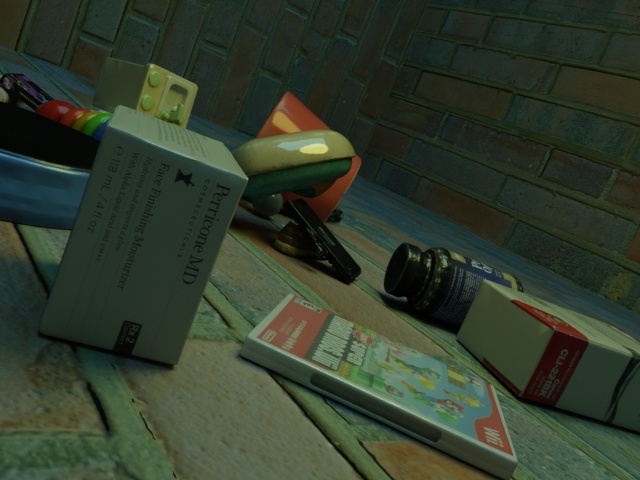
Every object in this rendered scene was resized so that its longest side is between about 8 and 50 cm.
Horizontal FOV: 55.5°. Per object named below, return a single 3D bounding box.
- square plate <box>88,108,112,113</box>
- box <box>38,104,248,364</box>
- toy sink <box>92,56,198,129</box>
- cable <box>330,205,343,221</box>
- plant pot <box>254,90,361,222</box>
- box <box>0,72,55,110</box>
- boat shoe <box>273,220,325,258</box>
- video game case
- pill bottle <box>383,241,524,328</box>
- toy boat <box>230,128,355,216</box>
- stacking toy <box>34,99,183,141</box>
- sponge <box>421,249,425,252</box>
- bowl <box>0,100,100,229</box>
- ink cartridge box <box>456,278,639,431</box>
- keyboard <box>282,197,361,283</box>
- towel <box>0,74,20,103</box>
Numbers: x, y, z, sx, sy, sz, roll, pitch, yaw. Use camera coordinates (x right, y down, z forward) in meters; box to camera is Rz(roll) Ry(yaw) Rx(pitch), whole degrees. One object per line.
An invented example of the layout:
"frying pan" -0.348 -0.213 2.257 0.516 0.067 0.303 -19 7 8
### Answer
"square plate" -0.394 -0.244 1.478 0.344 0.049 0.347 19 4 -7
"box" -0.162 -0.014 0.566 0.119 0.181 0.182 18 11 -20
"toy sink" -0.391 -0.335 1.428 0.234 0.131 0.152 22 6 35
"cable" -0.031 -0.099 1.668 0.184 0.047 0.150 30 17 21
"plant pot" -0.052 -0.181 1.478 0.243 0.275 0.275 32 9 -7
"box" -0.619 -0.308 1.355 0.162 0.029 0.116 41 5 -16
"boat shoe" -0.017 -0.003 1.147 0.064 0.060 0.178 29 12 28
"video game case" 0.068 0.147 0.680 0.285 0.025 0.204 24 10 5
"pill bottle" 0.228 0.084 1.058 0.219 0.123 0.123 21 11 -12
"toy boat" -0.074 -0.125 1.208 0.267 0.148 0.318 -13 5 -22
"stacking toy" -0.390 -0.173 1.088 0.330 0.141 0.141 20 8 25
"sponge" 0.259 0.054 1.524 0.117 0.031 0.210 25 11 10
"bowl" -0.443 -0.128 0.836 0.391 0.077 0.391 22 10 -4
"ink cartridge box" 0.384 0.178 0.941 0.272 0.114 0.197 19 11 -19
"keyboard" 0.000 0.000 1.077 0.180 0.023 0.108 50 18 6
"towel" -0.819 -0.367 1.305 0.316 0.053 0.332 20 12 -18
